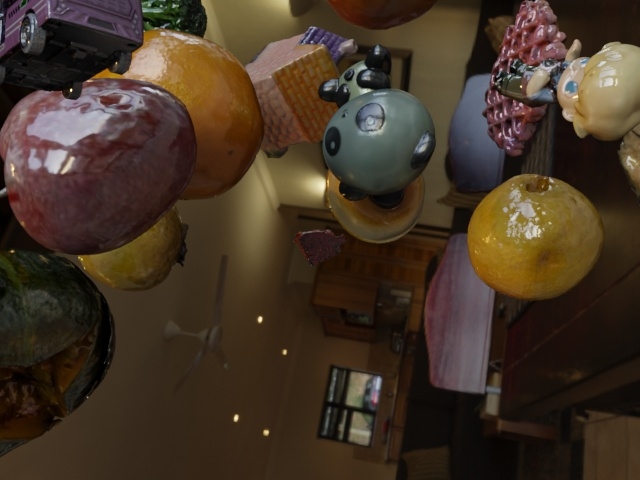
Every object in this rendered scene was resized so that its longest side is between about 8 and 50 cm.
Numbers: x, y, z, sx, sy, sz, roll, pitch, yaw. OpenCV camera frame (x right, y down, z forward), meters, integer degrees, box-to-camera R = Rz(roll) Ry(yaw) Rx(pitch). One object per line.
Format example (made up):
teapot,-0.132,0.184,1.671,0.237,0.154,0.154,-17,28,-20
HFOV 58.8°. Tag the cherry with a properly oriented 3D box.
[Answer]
cherry,-0.298,-0.097,0.738,0.213,0.286,0.236,87,157,-71

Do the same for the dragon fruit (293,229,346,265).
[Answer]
dragon fruit,-0.002,0.000,1.514,0.063,0.131,0.097,21,132,63

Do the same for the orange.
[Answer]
orange,-0.256,-0.216,1.008,0.312,0.312,0.312,8,-90,-81

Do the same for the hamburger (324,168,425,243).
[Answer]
hamburger,0.118,-0.108,1.214,0.147,0.237,0.236,177,102,-81

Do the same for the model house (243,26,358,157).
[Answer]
model house,-0.027,-0.328,1.238,0.202,0.238,0.237,62,-141,-30

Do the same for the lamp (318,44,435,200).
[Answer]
lamp,0.093,-0.197,0.982,0.197,0.198,0.243,73,-176,-69

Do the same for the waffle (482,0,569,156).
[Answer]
waffle,0.324,-0.260,0.925,0.234,0.056,0.221,101,173,-46

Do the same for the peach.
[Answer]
peach,0.134,-0.660,1.290,0.343,0.302,0.342,26,-124,-48

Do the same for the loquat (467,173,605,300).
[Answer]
loquat,0.344,-0.002,0.918,0.208,0.208,0.208,8,-90,-81

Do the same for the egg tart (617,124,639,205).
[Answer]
egg tart,0.710,-0.172,1.109,0.352,0.150,0.351,177,90,-76

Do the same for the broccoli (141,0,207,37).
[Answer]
broccoli,-0.433,-0.555,1.443,0.297,0.297,0.297,-13,-59,-32

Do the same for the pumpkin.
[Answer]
pumpkin,-0.427,0.149,0.721,0.320,0.192,0.320,-35,-32,-26

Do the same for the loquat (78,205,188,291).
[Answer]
loquat,-0.393,-0.006,1.204,0.244,0.244,0.243,8,-90,-81

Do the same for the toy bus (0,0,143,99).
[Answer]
toy bus,-0.231,-0.190,0.499,0.087,0.178,0.098,0,-93,-46

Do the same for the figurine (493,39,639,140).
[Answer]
figurine,0.322,-0.201,0.720,0.114,0.196,0.108,-32,-48,-23
